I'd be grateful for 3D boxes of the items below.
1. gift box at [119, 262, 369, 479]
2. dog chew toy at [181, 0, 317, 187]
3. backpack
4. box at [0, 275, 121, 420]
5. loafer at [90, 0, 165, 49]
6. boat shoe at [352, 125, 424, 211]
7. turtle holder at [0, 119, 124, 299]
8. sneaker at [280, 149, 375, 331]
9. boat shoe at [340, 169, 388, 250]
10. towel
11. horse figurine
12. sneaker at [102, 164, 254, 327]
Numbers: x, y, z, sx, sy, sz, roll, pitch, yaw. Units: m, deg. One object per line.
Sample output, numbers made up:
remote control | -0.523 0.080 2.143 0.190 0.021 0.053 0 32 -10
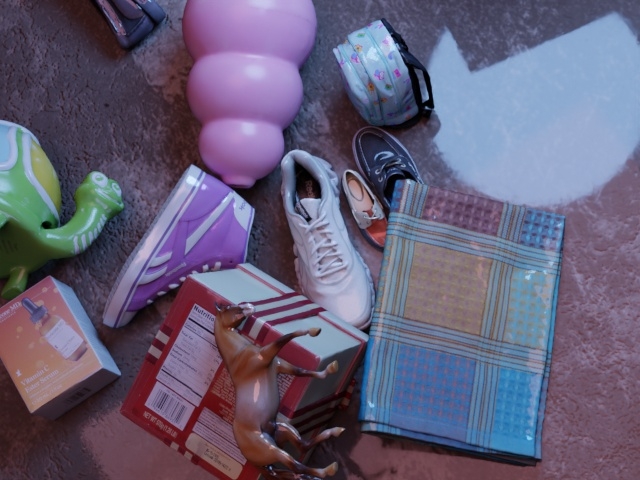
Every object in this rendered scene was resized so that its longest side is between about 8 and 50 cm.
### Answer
gift box | -0.111 0.196 1.748 0.255 0.258 0.276 35 103 15
dog chew toy | -0.112 -0.246 1.897 0.207 0.206 0.331 2 83 11
backpack | 0.089 -0.247 1.862 0.115 0.182 0.152 -34 73 0
box | -0.407 0.163 1.889 0.130 0.091 0.170 -34 72 0
loafer | -0.388 -0.431 2.041 0.302 0.109 0.095 41 90 14
boat shoe | 0.115 -0.083 1.869 0.080 0.076 0.228 -27 72 2
turtle holder | -0.490 -0.069 1.887 0.320 0.243 0.227 -10 51 28
sneaker | 0.000 0.000 1.848 0.110 0.118 0.292 -20 74 3
boat shoe | 0.071 -0.046 1.882 0.049 0.043 0.137 -27 77 -2
towel | 0.205 0.114 1.771 0.272 0.040 0.370 12 76 -11
horse figurine | -0.055 0.204 1.555 0.175 0.066 0.263 -5 97 31
sneaker | -0.204 0.043 1.883 0.161 0.102 0.282 33 104 -13
